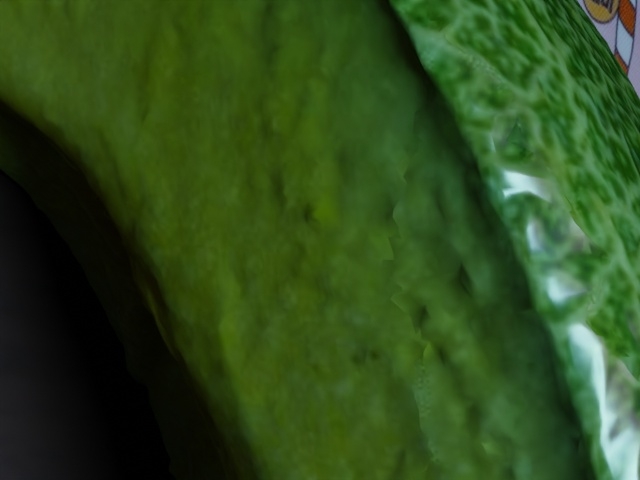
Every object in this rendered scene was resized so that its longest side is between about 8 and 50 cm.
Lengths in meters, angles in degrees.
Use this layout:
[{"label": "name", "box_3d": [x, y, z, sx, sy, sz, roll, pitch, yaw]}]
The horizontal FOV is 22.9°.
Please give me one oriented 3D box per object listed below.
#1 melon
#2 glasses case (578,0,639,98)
[{"label": "melon", "box_3d": [0.000, 0.000, 0.455, 0.331, 0.226, 0.343, -69, 147, -77]}, {"label": "glasses case", "box_3d": [0.123, -0.072, 0.663, 0.267, 0.067, 0.103, 21, 74, -42]}]
